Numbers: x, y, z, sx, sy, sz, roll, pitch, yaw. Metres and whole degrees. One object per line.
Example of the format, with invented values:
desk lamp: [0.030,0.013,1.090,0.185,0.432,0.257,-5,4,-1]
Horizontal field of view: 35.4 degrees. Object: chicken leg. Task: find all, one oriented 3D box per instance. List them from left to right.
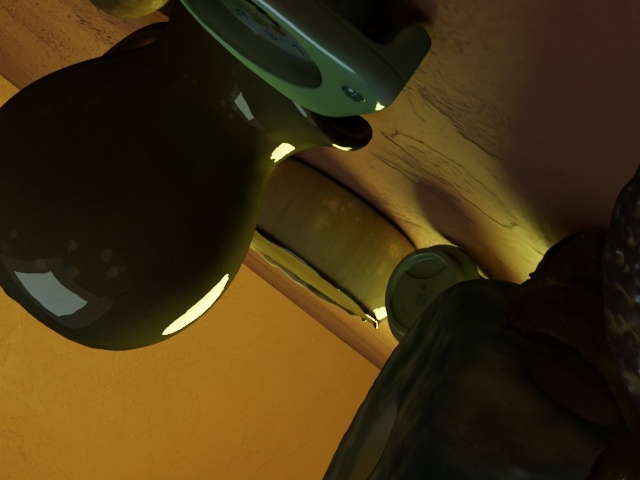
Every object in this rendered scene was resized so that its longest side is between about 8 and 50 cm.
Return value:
chicken leg: [0.229,0.111,0.603,0.361,0.212,0.140,20,122,51]

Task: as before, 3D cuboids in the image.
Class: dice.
dice: [0.186,0.256,0.837,0.348,0.327,0.330,27,-161,-4]

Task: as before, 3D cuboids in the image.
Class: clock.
clock: [-0.030,-0.153,0.625,0.189,0.060,0.148,39,172,-22]

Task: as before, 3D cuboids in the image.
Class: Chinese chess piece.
Chinese chess piece: [0.000,0.000,1.240,0.257,0.104,0.257,34,171,6]

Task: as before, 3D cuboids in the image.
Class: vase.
vase: [-0.153,-0.091,0.880,0.241,0.302,0.329,42,-173,-40]

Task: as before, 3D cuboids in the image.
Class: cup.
cup: [0.149,0.075,1.088,0.141,0.120,0.120,25,180,-42]

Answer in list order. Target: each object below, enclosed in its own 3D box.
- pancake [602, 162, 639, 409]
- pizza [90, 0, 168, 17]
pancake: [0.206,0.032,0.447,0.021,0.199,0.199,-18,-153,-38]
pizza: [-0.139,-0.205,0.596,0.271,0.056,0.134,53,159,40]
